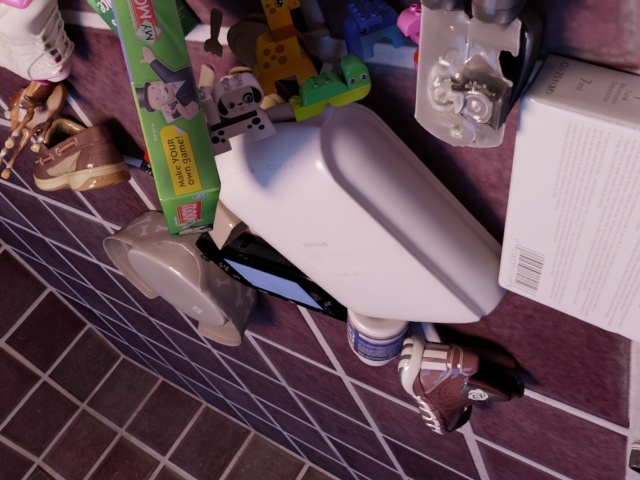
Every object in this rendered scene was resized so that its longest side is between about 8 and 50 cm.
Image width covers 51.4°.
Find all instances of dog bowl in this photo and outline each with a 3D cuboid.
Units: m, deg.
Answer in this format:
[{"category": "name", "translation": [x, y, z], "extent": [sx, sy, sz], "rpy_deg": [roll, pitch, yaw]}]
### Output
[{"category": "dog bowl", "translation": [-0.281, 0.076, 1.393], "extent": [0.348, 0.102, 0.349], "rpy_deg": [29, 156, 15]}]

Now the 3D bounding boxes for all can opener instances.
[{"category": "can opener", "translation": [0.114, -0.187, 0.445], "extent": [0.076, 0.095, 0.284], "rpy_deg": [25, 141, 25]}]

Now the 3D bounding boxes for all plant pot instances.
[{"category": "plant pot", "translation": [-0.123, -0.068, 0.927], "extent": [0.096, 0.109, 0.109], "rpy_deg": [49, 156, 1]}]

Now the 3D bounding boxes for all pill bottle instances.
[{"category": "pill bottle", "translation": [0.087, 0.130, 1.012], "extent": [0.094, 0.094, 0.169], "rpy_deg": [28, 155, 17]}]

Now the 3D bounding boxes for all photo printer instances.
[{"category": "photo printer", "translation": [0.030, -0.029, 0.756], "extent": [0.307, 0.107, 0.256], "rpy_deg": [42, 156, -26]}]

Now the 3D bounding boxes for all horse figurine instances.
[{"category": "horse figurine", "translation": [-0.476, -0.209, 1.095], "extent": [0.066, 0.175, 0.263], "rpy_deg": [27, 154, -30]}]

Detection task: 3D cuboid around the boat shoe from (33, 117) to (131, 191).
[{"category": "boat shoe", "translation": [-0.443, -0.160, 1.194], "extent": [0.342, 0.123, 0.123], "rpy_deg": [11, 117, 56]}]

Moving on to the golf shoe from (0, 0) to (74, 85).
[{"category": "golf shoe", "translation": [-0.375, -0.282, 0.877], "extent": [0.140, 0.115, 0.306], "rpy_deg": [37, 165, -29]}]

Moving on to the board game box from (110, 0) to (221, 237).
[{"category": "board game box", "translation": [-0.144, -0.171, 0.555], "extent": [0.213, 0.046, 0.318], "rpy_deg": [144, 111, -78]}]

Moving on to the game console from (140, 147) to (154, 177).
[{"category": "game console", "translation": [-0.201, -0.112, 1.051], "extent": [0.144, 0.085, 0.124], "rpy_deg": [32, -173, 9]}]

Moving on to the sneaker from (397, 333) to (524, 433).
[{"category": "sneaker", "translation": [0.233, 0.234, 1.011], "extent": [0.162, 0.107, 0.281], "rpy_deg": [0, 152, 28]}]

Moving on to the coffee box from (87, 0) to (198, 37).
[{"category": "coffee box", "translation": [-0.228, -0.289, 0.729], "extent": [0.113, 0.040, 0.184], "rpy_deg": [3, 140, 51]}]

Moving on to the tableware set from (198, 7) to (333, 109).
[{"category": "tableware set", "translation": [-0.057, -0.182, 0.701], "extent": [0.128, 0.039, 0.194], "rpy_deg": [23, 163, -8]}]

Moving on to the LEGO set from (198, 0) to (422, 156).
[{"category": "LEGO set", "translation": [-0.002, -0.161, 0.525], "extent": [0.093, 0.227, 0.087], "rpy_deg": [72, 177, -46]}]

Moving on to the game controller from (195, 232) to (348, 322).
[{"category": "game controller", "translation": [-0.075, 0.064, 1.141], "extent": [0.319, 0.067, 0.166], "rpy_deg": [16, 149, 39]}]

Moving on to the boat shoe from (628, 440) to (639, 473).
[{"category": "boat shoe", "translation": [0.488, 0.334, 0.924], "extent": [0.142, 0.040, 0.049], "rpy_deg": [35, 156, 2]}]

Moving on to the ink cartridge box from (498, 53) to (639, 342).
[{"category": "ink cartridge box", "translation": [0.278, -0.006, 0.558], "extent": [0.238, 0.060, 0.275], "rpy_deg": [23, 152, 24]}]
